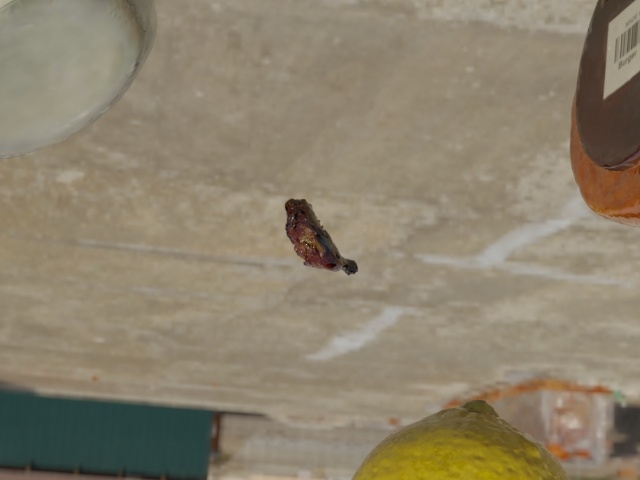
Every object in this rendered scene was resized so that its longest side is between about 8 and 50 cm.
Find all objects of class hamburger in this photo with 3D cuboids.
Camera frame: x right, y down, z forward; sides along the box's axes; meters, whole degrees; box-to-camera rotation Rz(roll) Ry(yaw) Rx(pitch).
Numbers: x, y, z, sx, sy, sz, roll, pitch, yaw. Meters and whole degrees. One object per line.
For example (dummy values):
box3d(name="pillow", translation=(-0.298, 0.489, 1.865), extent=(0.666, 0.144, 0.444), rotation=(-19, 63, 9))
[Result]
box3d(name="hamburger", translation=(0.379, -0.141, 1.070), extent=(0.250, 0.330, 0.330), rotation=(12, 166, -11))

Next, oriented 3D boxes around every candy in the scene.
box3d(name="candy", translation=(-0.298, -0.198, 1.190), extent=(0.295, 0.185, 0.295), rotation=(-24, 154, -12))

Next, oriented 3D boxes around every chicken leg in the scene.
box3d(name="chicken leg", translation=(-0.001, 0.003, 1.425), extent=(0.037, 0.062, 0.145), rotation=(-16, 128, 28))

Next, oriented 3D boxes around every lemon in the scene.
box3d(name="lemon", translation=(0.170, 0.380, 1.526), extent=(0.336, 0.336, 0.336), rotation=(4, 167, 1))
